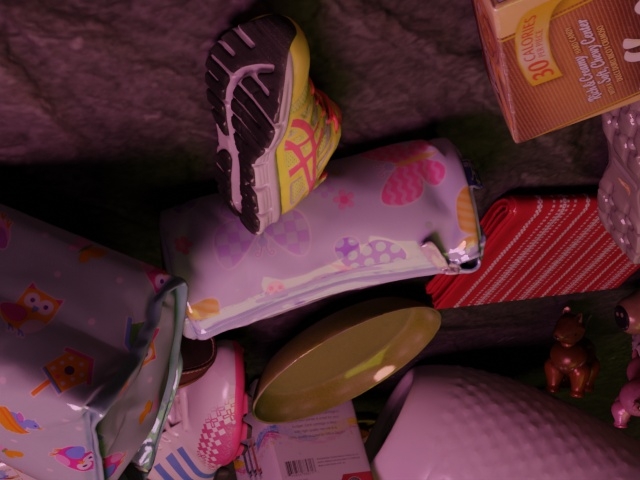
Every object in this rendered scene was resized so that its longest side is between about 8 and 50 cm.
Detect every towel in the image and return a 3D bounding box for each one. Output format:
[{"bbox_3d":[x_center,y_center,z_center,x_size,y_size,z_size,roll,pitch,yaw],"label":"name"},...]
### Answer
[{"bbox_3d":[0.267,0.004,1.181,0.275,0.031,0.199,-4,149,-27],"label":"towel"}]

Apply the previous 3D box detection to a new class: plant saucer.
[{"bbox_3d":[0.024,0.130,1.236,0.241,0.037,0.241,-24,156,-11],"label":"plant saucer"}]

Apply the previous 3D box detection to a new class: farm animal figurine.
[{"bbox_3d":[0.453,0.129,1.332,0.327,0.172,0.330,3,-174,-34],"label":"farm animal figurine"}]

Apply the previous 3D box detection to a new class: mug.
[{"bbox_3d":[0.215,0.335,1.371,0.328,0.374,0.276,29,121,-1],"label":"mug"}]

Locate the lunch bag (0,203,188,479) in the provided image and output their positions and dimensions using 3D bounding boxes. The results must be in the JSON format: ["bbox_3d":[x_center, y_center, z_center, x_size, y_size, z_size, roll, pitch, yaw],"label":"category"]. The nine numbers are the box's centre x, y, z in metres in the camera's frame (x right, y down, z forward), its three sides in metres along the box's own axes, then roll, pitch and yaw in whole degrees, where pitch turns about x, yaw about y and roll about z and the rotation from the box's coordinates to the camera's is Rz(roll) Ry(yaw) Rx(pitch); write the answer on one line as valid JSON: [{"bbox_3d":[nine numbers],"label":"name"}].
[{"bbox_3d":[-0.230,0.099,0.856,0.223,0.160,0.262,21,148,6],"label":"lunch bag"}]

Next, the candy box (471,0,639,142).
[{"bbox_3d":[0.263,-0.191,0.740,0.316,0.087,0.183,-20,153,6],"label":"candy box"}]

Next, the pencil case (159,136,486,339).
[{"bbox_3d":[0.000,0.000,0.918,0.273,0.124,0.113,-13,162,-4],"label":"pencil case"}]

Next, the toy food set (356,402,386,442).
[{"bbox_3d":[0.036,0.296,1.595,0.192,0.038,0.132,-20,153,6],"label":"toy food set"}]

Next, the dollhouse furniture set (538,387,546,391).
[{"bbox_3d":[0.258,0.299,1.710,0.182,0.101,0.161,-7,127,-18],"label":"dollhouse furniture set"}]

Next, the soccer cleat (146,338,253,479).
[{"bbox_3d":[-0.165,0.220,1.256,0.143,0.116,0.331,2,146,-13],"label":"soccer cleat"}]

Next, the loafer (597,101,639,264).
[{"bbox_3d":[0.317,-0.087,0.965,0.111,0.112,0.319,-29,155,-5],"label":"loafer"}]

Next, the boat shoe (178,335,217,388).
[{"bbox_3d":[-0.193,0.108,1.069,0.207,0.073,0.073,0,151,-30],"label":"boat shoe"}]

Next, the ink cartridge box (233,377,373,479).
[{"bbox_3d":[-0.028,0.268,1.358,0.128,0.176,0.127,0,152,-28],"label":"ink cartridge box"}]

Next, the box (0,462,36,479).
[{"bbox_3d":[-0.340,0.218,1.149,0.103,0.114,0.203,-14,154,-9],"label":"box"}]

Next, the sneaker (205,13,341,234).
[{"bbox_3d":[-0.026,-0.094,0.792,0.094,0.081,0.208,-28,156,-22],"label":"sneaker"}]

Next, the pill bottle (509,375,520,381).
[{"bbox_3d":[0.232,0.251,1.577,0.137,0.078,0.078,-24,152,14],"label":"pill bottle"}]
